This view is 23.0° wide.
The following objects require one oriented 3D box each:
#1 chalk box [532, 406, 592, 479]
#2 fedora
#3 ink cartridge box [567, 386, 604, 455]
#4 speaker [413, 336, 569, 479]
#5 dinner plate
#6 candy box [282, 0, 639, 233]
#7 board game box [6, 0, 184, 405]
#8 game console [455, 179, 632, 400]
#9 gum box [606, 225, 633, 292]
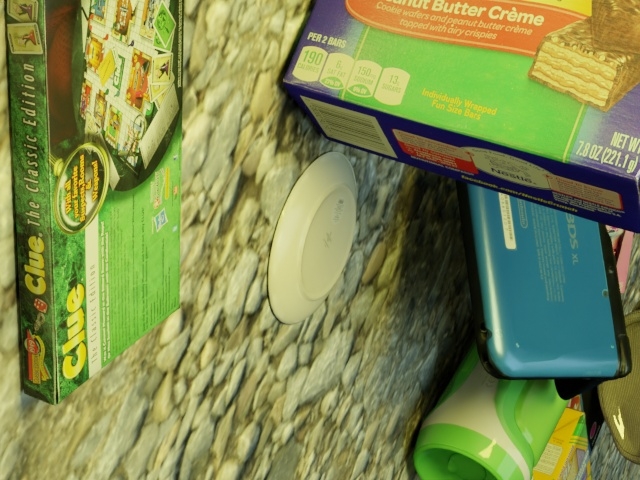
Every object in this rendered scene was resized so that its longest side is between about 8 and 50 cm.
[{"bbox_3d":[0.219,0.278,1.756,0.132,0.132,0.213,-59,152,-29],"label":"chalk box"},{"bbox_3d":[0.429,0.186,1.951,0.124,0.244,0.275,-5,110,-36],"label":"fedora"},{"bbox_3d":[0.291,0.184,1.942,0.176,0.069,0.371,-62,152,-23],"label":"ink cartridge box"},{"bbox_3d":[0.208,0.138,1.645,0.296,0.131,0.131,-55,151,-34],"label":"speaker"},{"bbox_3d":[0.000,0.000,1.233,0.141,0.017,0.141,-46,144,-48],"label":"dinner plate"},{"bbox_3d":[0.161,-0.199,1.134,0.317,0.268,0.122,-68,160,-13],"label":"candy box"},{"bbox_3d":[-0.126,-0.046,0.911,0.136,0.030,0.260,-41,142,-53],"label":"board game box"},{"bbox_3d":[0.180,-0.002,1.472,0.250,0.173,0.293,4,74,-38],"label":"game console"},{"bbox_3d":[0.267,-0.034,1.615,0.188,0.062,0.107,-104,-166,-58],"label":"gum box"}]
